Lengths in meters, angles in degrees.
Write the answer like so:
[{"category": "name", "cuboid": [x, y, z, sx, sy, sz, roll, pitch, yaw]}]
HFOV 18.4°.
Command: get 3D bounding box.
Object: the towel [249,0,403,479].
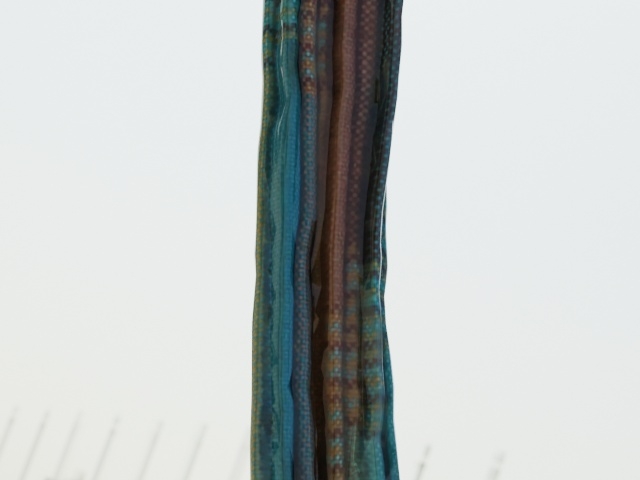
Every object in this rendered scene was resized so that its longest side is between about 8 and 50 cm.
[{"category": "towel", "cuboid": [0.000, 0.000, 0.602, 0.040, 0.272, 0.370, 2, -11, -1]}]
